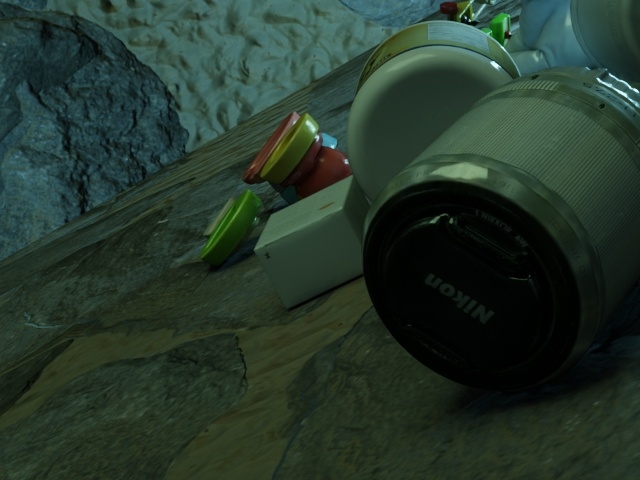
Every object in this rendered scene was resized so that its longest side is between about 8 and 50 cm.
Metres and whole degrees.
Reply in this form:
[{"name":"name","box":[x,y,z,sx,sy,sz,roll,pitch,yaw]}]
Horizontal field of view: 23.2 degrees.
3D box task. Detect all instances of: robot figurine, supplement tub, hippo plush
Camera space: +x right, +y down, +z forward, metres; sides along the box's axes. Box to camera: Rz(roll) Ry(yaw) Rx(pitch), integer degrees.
[{"name":"robot figurine","box":[0.439,-0.297,1.983,0.300,0.200,0.353,-64,11,4]},{"name":"supplement tub","box":[0.152,-0.157,1.991,0.228,0.228,0.316,-26,13,11]},{"name":"hippo plush","box":[0.329,-0.360,2.390,0.234,0.236,0.294,-24,13,21]}]

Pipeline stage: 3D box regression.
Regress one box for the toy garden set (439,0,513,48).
[{"name":"toy garden set","box":[0.258,-0.312,2.493,0.049,0.203,0.244,12,34,29]}]

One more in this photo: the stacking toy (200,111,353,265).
[{"name":"stacking toy","box":[-0.059,-0.060,2.468,0.279,0.130,0.309,-54,9,5]}]

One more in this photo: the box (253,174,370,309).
[{"name":"box","box":[0.000,0.000,2.014,0.130,0.091,0.170,-25,13,13]}]

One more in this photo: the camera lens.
[{"name":"camera lens","box":[0.181,-0.014,1.382,0.219,0.219,0.274,-18,16,39]}]
